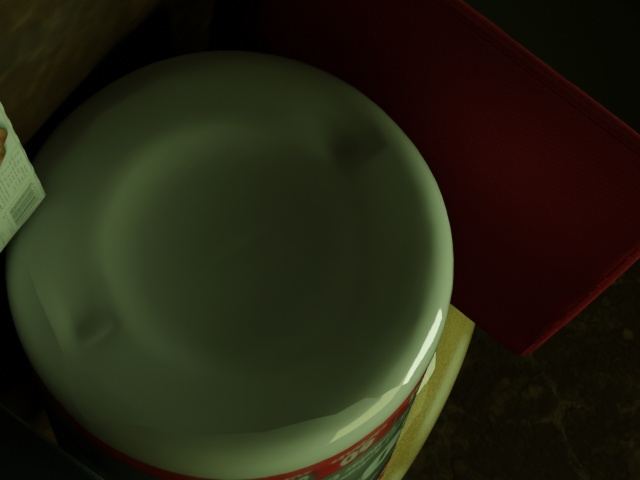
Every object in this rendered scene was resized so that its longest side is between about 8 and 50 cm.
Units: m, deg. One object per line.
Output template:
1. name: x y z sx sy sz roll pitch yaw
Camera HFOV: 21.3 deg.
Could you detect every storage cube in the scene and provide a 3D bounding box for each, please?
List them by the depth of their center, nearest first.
1. storage cube: 0.090 -0.100 0.713 0.183 0.215 0.193 -51 176 -26

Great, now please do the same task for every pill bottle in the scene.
1. pill bottle: -0.039 0.050 0.724 0.161 0.161 0.283 -52 170 -18

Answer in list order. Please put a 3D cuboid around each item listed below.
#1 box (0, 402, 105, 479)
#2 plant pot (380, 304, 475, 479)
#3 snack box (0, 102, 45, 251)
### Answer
1. box: -0.180 0.200 0.614 0.270 0.143 0.165 -50 170 -29
2. plant pot: 0.030 0.079 0.961 0.236 0.032 0.236 -57 -167 21
3. snack box: -0.120 -0.021 0.501 0.064 0.022 0.178 -51 170 -13
